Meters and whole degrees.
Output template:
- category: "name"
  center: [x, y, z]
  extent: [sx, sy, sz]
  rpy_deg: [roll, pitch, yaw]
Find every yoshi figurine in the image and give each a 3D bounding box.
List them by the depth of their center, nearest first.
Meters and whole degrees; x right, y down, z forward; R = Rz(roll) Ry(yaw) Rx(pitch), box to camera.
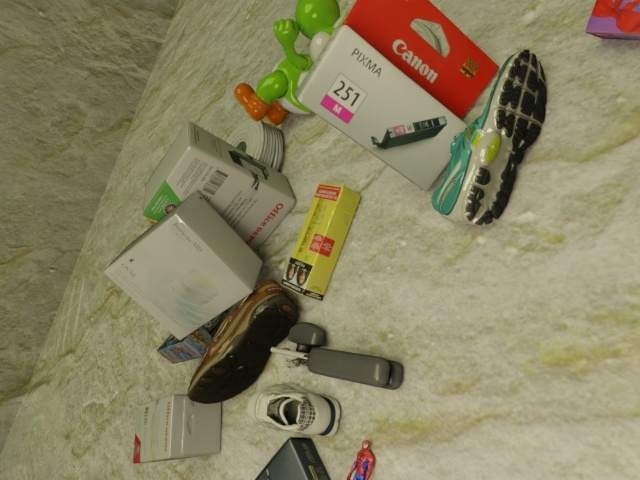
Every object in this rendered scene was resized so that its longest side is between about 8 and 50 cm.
- category: "yoshi figurine"
  center: [-0.058, -0.473, 1.048]
  extent: [0.362, 0.203, 0.204]
  rpy_deg: [-35, 40, 25]

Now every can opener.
- category: "can opener"
  center: [0.016, 0.200, 0.732]
  extent: [0.280, 0.074, 0.093]
  rpy_deg: [-1, 71, 47]

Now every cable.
- category: "cable"
  center: [-0.214, -0.222, 1.174]
  extent: [0.257, 0.089, 0.258]
  rpy_deg: [-14, 62, 44]

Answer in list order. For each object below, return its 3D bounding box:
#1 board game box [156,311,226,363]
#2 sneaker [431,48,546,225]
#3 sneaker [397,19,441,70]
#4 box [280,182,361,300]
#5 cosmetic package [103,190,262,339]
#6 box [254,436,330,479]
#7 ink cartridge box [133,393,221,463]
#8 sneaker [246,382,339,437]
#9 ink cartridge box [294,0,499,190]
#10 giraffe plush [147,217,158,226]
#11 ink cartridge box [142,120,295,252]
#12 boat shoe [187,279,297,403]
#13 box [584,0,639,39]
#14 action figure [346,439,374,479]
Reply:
- category: "board game box"
  center: [-0.300, 0.219, 1.020]
  extent: [0.194, 0.060, 0.194]
  rpy_deg: [-52, 18, -24]
- category: "sneaker"
  center: [0.249, -0.159, 0.632]
  extent: [0.110, 0.106, 0.276]
  rpy_deg: [28, 93, 59]
- category: "sneaker"
  center: [0.145, -0.359, 0.786]
  extent: [0.108, 0.169, 0.293]
  rpy_deg: [-31, 50, 37]
- category: "box"
  center: [0.000, 0.000, 0.857]
  extent: [0.087, 0.058, 0.233]
  rpy_deg: [19, 86, 51]
- category: "cosmetic package"
  center: [-0.289, 0.057, 0.904]
  extent: [0.224, 0.224, 0.138]
  rpy_deg: [-34, 21, 16]
- category: "box"
  center: [-0.038, 0.478, 0.670]
  extent: [0.183, 0.059, 0.233]
  rpy_deg: [-53, 41, 14]
- category: "ink cartridge box"
  center: [-0.329, 0.433, 0.955]
  extent: [0.176, 0.127, 0.128]
  rpy_deg: [-28, 56, 37]
- category: "sneaker"
  center: [-0.074, 0.308, 0.765]
  extent: [0.235, 0.094, 0.090]
  rpy_deg: [-19, 61, 43]
- category: "ink cartridge box"
  center: [0.136, -0.250, 0.660]
  extent: [0.239, 0.275, 0.060]
  rpy_deg: [-55, 22, 15]
- category: "giraffe plush"
  center: [-0.463, 0.022, 1.282]
  extent: [0.210, 0.181, 0.171]
  rpy_deg: [-131, 58, -65]
- category: "ink cartridge box"
  center: [-0.239, -0.111, 0.996]
  extent: [0.211, 0.289, 0.122]
  rpy_deg: [-46, 41, 22]
- category: "boat shoe"
  center: [-0.172, 0.221, 0.909]
  extent: [0.324, 0.122, 0.120]
  rpy_deg: [-48, 35, 12]
- category: "box"
  center: [0.471, -0.319, 0.435]
  extent: [0.293, 0.057, 0.201]
  rpy_deg: [39, 127, 49]
- category: "action figure"
  center: [0.061, 0.369, 0.639]
  extent: [0.038, 0.030, 0.115]
  rpy_deg: [-5, 67, 52]
